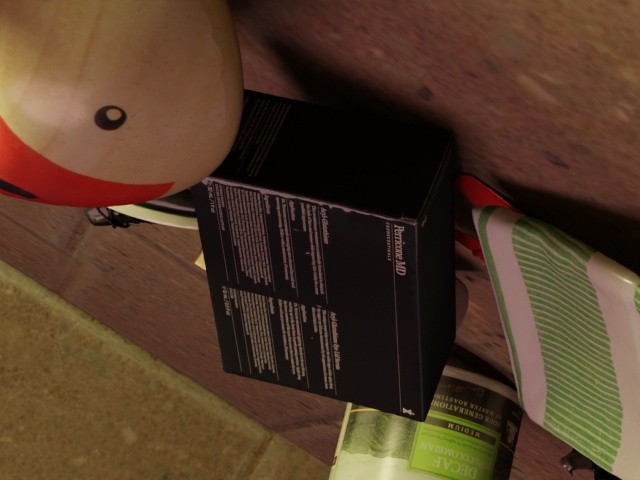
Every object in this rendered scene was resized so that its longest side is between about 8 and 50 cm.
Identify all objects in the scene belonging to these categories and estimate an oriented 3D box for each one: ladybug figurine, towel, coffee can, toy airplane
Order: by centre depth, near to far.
[{"bbox_3d":[-0.220,-0.148,1.287,0.449,0.162,0.305,5,125,61],"label":"ladybug figurine"},{"bbox_3d":[0.243,0.118,1.333,0.325,0.038,0.248,37,153,45],"label":"towel"},{"bbox_3d":[0.153,-0.001,1.450,0.151,0.028,0.151,31,166,9],"label":"toy airplane"},{"bbox_3d":[0.104,0.290,1.985,0.201,0.275,0.201,13,163,4],"label":"coffee can"}]

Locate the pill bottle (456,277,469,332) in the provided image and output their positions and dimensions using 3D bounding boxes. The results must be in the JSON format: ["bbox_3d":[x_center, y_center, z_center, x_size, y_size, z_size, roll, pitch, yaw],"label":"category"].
[{"bbox_3d":[0.028,0.022,1.617,0.208,0.119,0.119,36,166,-22],"label":"pill bottle"}]

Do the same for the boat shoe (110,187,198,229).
[{"bbox_3d":[-0.191,-0.119,1.620,0.127,0.113,0.340,-14,-144,-43],"label":"boat shoe"}]

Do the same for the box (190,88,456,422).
[{"bbox_3d":[0.009,0.016,1.430,0.184,0.103,0.261,15,143,16],"label":"box"}]

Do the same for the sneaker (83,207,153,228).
[{"bbox_3d":[-0.160,-0.058,1.724,0.286,0.130,0.109,23,162,29],"label":"sneaker"}]

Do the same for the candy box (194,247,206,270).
[{"bbox_3d":[-0.031,0.034,1.828,0.187,0.053,0.109,32,-155,-7],"label":"candy box"}]

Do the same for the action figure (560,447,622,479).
[{"bbox_3d":[0.290,0.233,1.630,0.141,0.164,0.276,-5,-154,-27],"label":"action figure"}]
